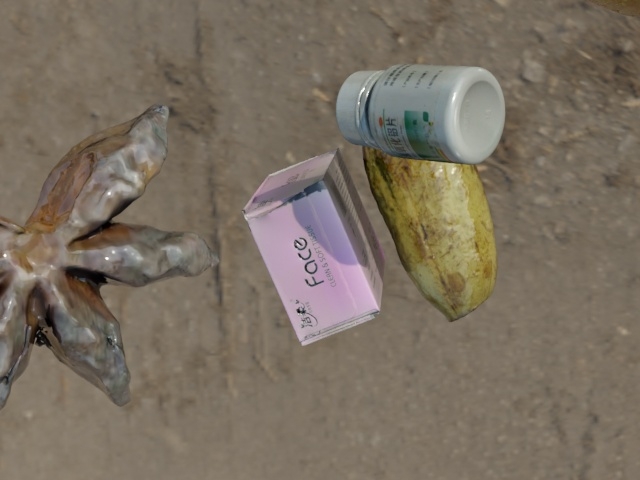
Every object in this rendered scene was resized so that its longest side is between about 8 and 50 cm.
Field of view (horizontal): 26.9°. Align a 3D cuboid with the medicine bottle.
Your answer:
[{"bbox_3d":[0.081,-0.107,1.119,0.130,0.080,0.080,8,92,42],"label":"medicine bottle"}]

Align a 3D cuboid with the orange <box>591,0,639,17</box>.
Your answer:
[{"bbox_3d":[0.298,-0.327,1.140,0.274,0.274,0.274,-2,86,32],"label":"orange"}]

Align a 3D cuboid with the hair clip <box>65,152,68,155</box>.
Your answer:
[{"bbox_3d":[-0.305,-0.050,1.654,0.056,0.062,0.214,32,137,18],"label":"hair clip"}]

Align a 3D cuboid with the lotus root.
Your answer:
[{"bbox_3d":[0.113,-0.047,1.366,0.110,0.097,0.258,-21,85,22],"label":"lotus root"}]

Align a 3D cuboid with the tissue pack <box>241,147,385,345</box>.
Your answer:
[{"bbox_3d":[0.000,0.000,1.402,0.092,0.246,0.149,-23,99,8],"label":"tissue pack"}]

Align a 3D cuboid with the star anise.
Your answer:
[{"bbox_3d":[-0.148,0.020,0.713,0.063,0.208,0.172,11,109,62],"label":"star anise"}]
